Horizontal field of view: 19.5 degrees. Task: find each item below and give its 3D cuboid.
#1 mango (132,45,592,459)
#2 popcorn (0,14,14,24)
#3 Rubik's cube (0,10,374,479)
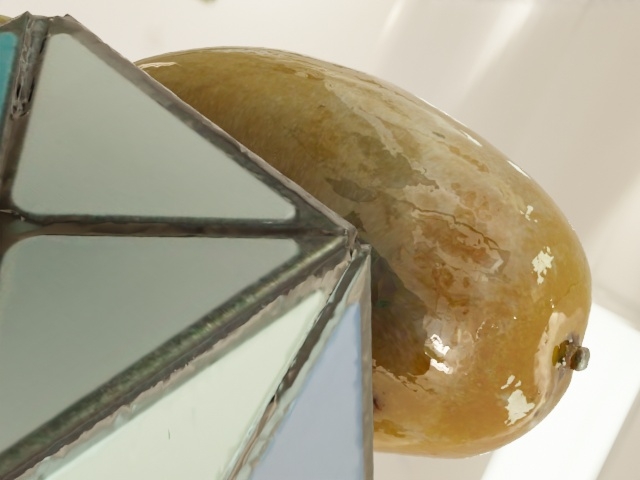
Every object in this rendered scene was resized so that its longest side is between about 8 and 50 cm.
[{"bbox_3d":[0.000,0.000,1.183,0.221,0.384,0.199,-62,159,-2],"label":"mango"},{"bbox_3d":[-0.263,-0.054,1.370,0.255,0.195,0.256,-22,-143,12],"label":"popcorn"},{"bbox_3d":[-0.138,0.078,0.899,0.246,0.248,0.250,-36,143,-29],"label":"Rubik's cube"}]
